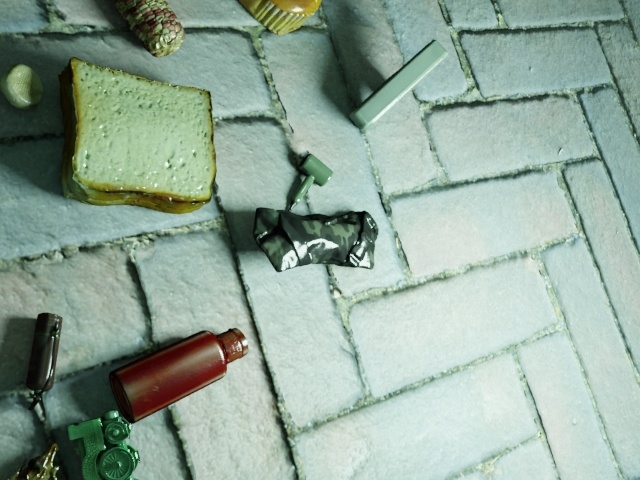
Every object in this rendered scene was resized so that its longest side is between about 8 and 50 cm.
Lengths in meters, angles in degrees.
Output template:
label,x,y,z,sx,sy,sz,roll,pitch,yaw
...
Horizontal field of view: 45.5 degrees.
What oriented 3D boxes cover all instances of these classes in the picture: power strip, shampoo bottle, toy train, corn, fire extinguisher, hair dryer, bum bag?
label,x,y,z,sx,sy,sz,roll,pitch,yaw
power strip,0.181,-0.367,1.833,0.265,0.193,0.059,-42,97,1
shampoo bottle,-0.253,0.236,1.409,0.260,0.064,0.102,-22,93,-37
toy train,-0.358,0.378,1.281,0.104,0.071,0.178,-12,83,-10
corn,-0.387,-0.509,1.572,0.098,0.098,0.290,-38,92,-36
fire extinguisher,-0.463,0.200,1.281,0.045,0.078,0.157,19,60,-32
hair dryer,-0.037,-0.118,1.699,0.071,0.047,0.150,38,67,-14
bum bag,0.000,0.000,1.642,0.340,0.095,0.144,0,70,-41

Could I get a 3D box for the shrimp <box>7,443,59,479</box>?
label,x,y,z,sx,sy,sz,roll,pitch,yaw
shrimp,-0.466,0.449,1.198,0.145,0.061,0.267,33,55,-30

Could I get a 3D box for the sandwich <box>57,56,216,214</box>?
label,x,y,z,sx,sy,sz,roll,pitch,yaw
sandwich,-0.349,-0.189,1.480,0.301,0.099,0.271,7,75,-34

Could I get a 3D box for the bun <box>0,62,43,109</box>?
label,x,y,z,sx,sy,sz,roll,pitch,yaw
bun,-0.553,-0.280,1.404,0.086,0.054,0.086,32,51,-52

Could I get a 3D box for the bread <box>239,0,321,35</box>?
label,x,y,z,sx,sy,sz,roll,pitch,yaw
bread,-0.110,-0.628,1.756,0.204,0.156,0.288,-39,97,-34
